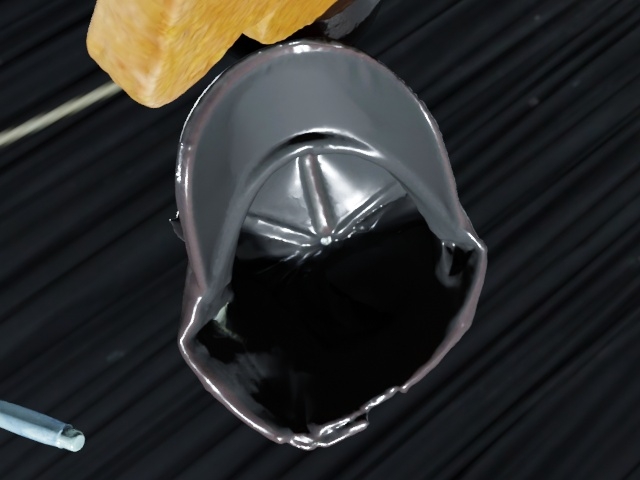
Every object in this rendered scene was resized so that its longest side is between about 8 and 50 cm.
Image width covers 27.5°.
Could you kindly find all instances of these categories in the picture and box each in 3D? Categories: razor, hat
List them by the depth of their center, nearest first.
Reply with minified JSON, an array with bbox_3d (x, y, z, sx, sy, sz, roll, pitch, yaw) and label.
[{"bbox_3d":[-0.229,0.129,0.958,0.135,0.040,0.068,13,122,29],"label":"razor"},{"bbox_3d":[-0.005,-0.032,1.001,0.209,0.238,0.336,-100,1,-54],"label":"hat"}]

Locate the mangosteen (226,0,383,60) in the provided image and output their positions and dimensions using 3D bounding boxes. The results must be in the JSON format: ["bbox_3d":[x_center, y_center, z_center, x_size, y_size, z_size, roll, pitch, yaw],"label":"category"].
[{"bbox_3d":[-0.028,-0.234,1.021,0.210,0.210,0.209,38,150,27],"label":"mangosteen"}]

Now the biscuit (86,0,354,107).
[{"bbox_3d":[0.044,-0.250,0.738,0.078,0.455,0.350,46,123,3],"label":"biscuit"}]
